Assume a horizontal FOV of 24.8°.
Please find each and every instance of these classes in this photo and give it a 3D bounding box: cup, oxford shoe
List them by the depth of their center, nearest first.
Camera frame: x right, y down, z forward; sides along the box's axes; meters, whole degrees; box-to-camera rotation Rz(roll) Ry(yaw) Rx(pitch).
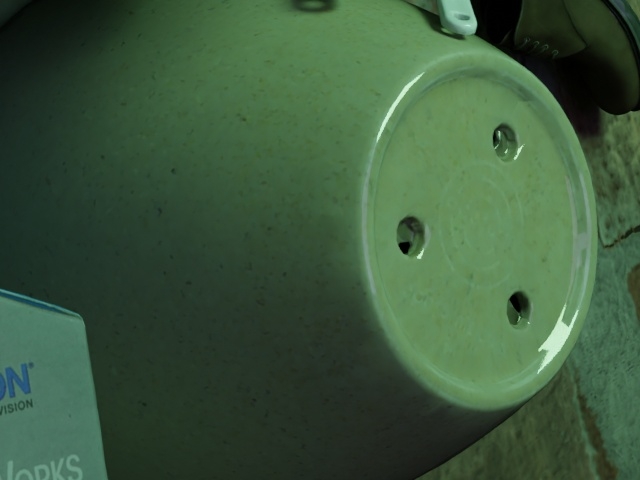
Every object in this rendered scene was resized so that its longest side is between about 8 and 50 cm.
[{"bbox_3d":[0.000,0.000,0.753,0.331,0.237,0.331,4,85,-43],"label":"cup"},{"bbox_3d":[0.159,-0.159,1.030,0.096,0.083,0.227,-48,123,-8],"label":"oxford shoe"}]

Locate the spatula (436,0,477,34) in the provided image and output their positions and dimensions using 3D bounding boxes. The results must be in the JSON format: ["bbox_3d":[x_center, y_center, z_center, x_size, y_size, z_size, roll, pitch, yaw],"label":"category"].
[{"bbox_3d":[0.001,-0.168,0.766,0.168,0.242,0.019,13,120,-8],"label":"spatula"}]

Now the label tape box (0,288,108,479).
[{"bbox_3d":[-0.188,0.094,0.569,0.106,0.241,0.333,-12,96,-42],"label":"label tape box"}]
